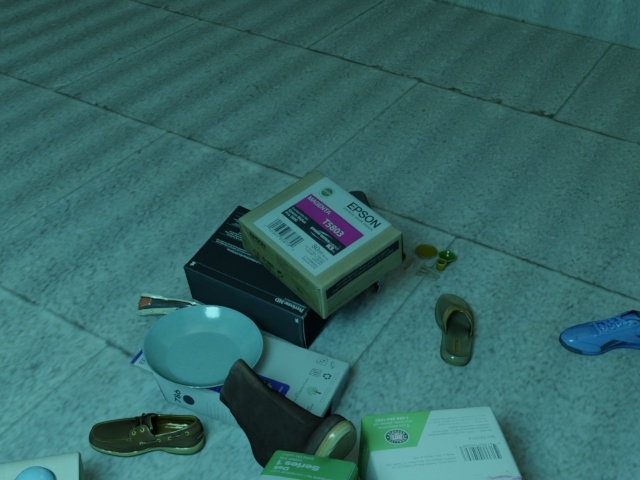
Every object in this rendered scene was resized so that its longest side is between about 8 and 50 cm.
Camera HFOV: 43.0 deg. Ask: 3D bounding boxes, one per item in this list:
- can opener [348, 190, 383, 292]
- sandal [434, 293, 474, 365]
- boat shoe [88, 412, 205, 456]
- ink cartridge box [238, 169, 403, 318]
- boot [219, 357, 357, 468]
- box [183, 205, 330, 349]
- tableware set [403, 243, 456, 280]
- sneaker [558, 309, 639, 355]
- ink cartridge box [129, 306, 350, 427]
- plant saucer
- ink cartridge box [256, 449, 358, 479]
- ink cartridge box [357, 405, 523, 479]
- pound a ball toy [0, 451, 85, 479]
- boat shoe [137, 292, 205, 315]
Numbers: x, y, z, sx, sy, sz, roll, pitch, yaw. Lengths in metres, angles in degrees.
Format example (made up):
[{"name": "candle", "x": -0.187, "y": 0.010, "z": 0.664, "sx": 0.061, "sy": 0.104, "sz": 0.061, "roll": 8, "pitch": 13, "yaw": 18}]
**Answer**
[{"name": "can opener", "x": 0.074, "y": 0.000, "z": 1.667, "sx": 0.095, "sy": 0.076, "sz": 0.283, "roll": -4, "pitch": 37, "yaw": -10}, {"name": "sandal", "x": 0.249, "y": 0.155, "z": 1.493, "sx": 0.072, "sy": 0.049, "sz": 0.180, "roll": 6, "pitch": 36, "yaw": 3}, {"name": "boat shoe", "x": -0.268, "y": 0.291, "z": 1.253, "sx": 0.177, "sy": 0.060, "sz": 0.064, "roll": 1, "pitch": 36, "yaw": -3}, {"name": "ink cartridge box", "x": 0.000, "y": 0.000, "z": 1.446, "sx": 0.193, "sy": 0.088, "sz": 0.234, "roll": -35, "pitch": 53, "yaw": -24}, {"name": "boot", "x": -0.061, "y": 0.250, "z": 1.142, "sx": 0.090, "sy": 0.248, "sz": 0.207, "roll": -31, "pitch": 71, "yaw": -33}, {"name": "box", "x": -0.093, "y": 0.064, "z": 1.521, "sx": 0.261, "sy": 0.103, "sz": 0.184, "roll": 22, "pitch": 50, "yaw": 23}, {"name": "tableware set", "x": 0.198, "y": 0.025, "z": 1.689, "sx": 0.154, "sy": 0.024, "sz": 0.104, "roll": 23, "pitch": 40, "yaw": 25}, {"name": "sneaker", "x": 0.541, "y": 0.158, "z": 1.486, "sx": 0.209, "sy": 0.082, "sz": 0.069, "roll": -3, "pitch": 38, "yaw": -6}, {"name": "ink cartridge box", "x": -0.133, "y": 0.225, "z": 1.354, "sx": 0.332, "sy": 0.065, "sz": 0.165, "roll": 17, "pitch": 38, "yaw": 16}, {"name": "plant saucer", "x": -0.191, "y": 0.181, "z": 1.325, "sx": 0.194, "sy": 0.038, "sz": 0.195, "roll": 3, "pitch": 37, "yaw": -2}, {"name": "ink cartridge box", "x": -0.047, "y": 0.401, "z": 0.925, "sx": 0.117, "sy": 0.202, "sz": 0.278, "roll": 6, "pitch": 16, "yaw": 16}, {"name": "ink cartridge box", "x": 0.182, "y": 0.398, "z": 1.093, "sx": 0.207, "sy": 0.119, "sz": 0.354, "roll": -2, "pitch": 35, "yaw": -9}, {"name": "pound a ball toy", "x": -0.486, "y": 0.344, "z": 1.101, "sx": 0.318, "sy": 0.136, "sz": 0.208, "roll": -5, "pitch": 37, "yaw": -12}, {"name": "boat shoe", "x": -0.269, "y": 0.127, "z": 1.497, "sx": 0.136, "sy": 0.049, "sz": 0.043, "roll": 9, "pitch": 78, "yaw": 3}]
